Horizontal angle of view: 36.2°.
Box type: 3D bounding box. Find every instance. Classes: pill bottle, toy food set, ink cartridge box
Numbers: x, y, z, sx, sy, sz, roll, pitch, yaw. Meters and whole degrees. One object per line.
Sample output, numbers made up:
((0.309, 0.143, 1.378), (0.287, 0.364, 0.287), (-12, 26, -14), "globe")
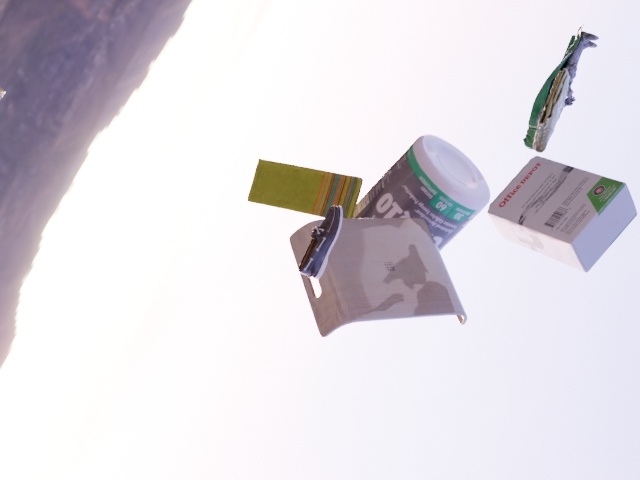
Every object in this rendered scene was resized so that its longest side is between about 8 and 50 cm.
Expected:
((0.174, -0.036, 2.093), (0.361, 0.204, 0.204), (-48, -160, 29), "pill bottle")
((0.111, 0.072, 1.841), (0.092, 0.306, 0.220), (-57, -136, 47), "toy food set")
((0.426, -0.052, 1.736), (0.153, 0.087, 0.208), (-46, -142, -12), "ink cartridge box")

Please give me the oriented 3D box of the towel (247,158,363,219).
((-0.034, -0.107, 2.066), (0.021, 0.237, 0.102), (52, 51, -69), "towel")

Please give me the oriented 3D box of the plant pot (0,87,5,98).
((-0.510, -0.191, 1.322), (0.134, 0.095, 0.134), (-34, -156, 17), "plant pot")

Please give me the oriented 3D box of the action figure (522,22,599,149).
((0.436, -0.272, 1.798), (0.232, 0.063, 0.137), (-62, 164, 3), "action figure")

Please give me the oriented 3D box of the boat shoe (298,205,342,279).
((0.000, 0.000, 1.579), (0.046, 0.038, 0.125), (-135, -115, -70), "boat shoe")

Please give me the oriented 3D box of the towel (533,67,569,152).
((0.392, -0.216, 1.657), (0.148, 0.027, 0.110), (69, 44, -72), "towel")
